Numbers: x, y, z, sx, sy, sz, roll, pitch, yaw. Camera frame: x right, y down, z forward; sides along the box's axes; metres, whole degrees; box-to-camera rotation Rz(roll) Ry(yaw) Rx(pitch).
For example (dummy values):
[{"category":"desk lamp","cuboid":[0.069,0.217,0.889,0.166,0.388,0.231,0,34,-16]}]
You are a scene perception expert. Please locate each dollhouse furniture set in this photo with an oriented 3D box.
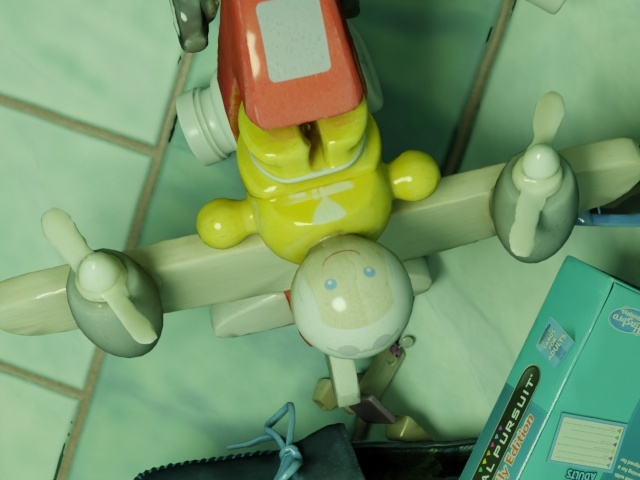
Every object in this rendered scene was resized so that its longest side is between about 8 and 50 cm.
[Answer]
[{"category":"dollhouse furniture set","cuboid":[0.070,0.142,1.380,0.114,0.091,0.081,46,62,-25]}]

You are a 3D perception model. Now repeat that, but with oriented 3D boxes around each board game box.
[{"category":"board game box","cuboid":[0.241,0.214,1.260,0.253,0.079,0.336,23,95,-23]}]

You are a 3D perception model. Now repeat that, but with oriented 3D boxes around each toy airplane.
[{"category":"toy airplane","cuboid":[0.000,0.000,1.168,0.384,0.272,0.386,25,119,-32]}]

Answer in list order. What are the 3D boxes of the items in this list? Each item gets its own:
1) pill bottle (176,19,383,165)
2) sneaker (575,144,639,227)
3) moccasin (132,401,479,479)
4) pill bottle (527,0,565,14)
[{"category":"pill bottle","cuboid":[-0.035,-0.121,1.302,0.160,0.087,0.087,-21,98,12]},{"category":"sneaker","cuboid":[0.289,-0.061,1.278,0.232,0.081,0.090,-4,97,2]},{"category":"moccasin","cuboid":[0.008,0.195,1.284,0.342,0.138,0.117,-1,125,-20]},{"category":"pill bottle","cuboid":[0.096,-0.305,1.210,0.283,0.161,0.161,30,103,1]}]
